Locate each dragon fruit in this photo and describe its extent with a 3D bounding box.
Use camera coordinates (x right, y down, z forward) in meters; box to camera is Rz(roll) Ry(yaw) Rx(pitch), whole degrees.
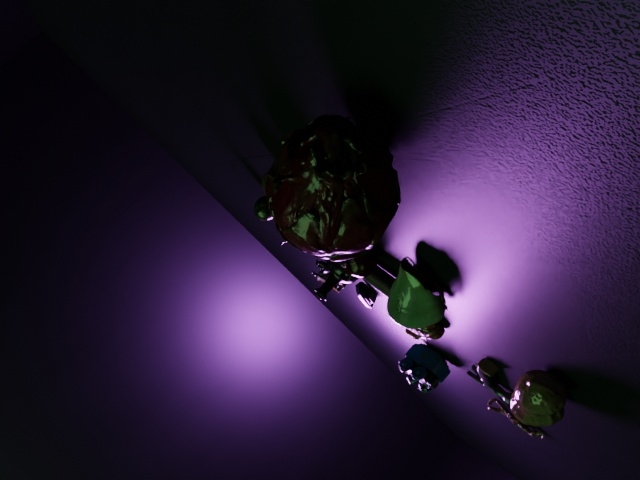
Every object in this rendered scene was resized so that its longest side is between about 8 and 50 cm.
[{"bbox_3d":[0.017,-0.092,0.925,0.244,0.244,0.299,39,166,21],"label":"dragon fruit"}]

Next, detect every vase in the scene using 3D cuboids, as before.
[{"bbox_3d":[0.052,0.125,1.821,0.120,0.183,0.120,42,171,8],"label":"vase"}]

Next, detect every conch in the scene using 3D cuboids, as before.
[{"bbox_3d":[0.257,0.143,1.382,0.251,0.137,0.144,107,145,-58],"label":"conch"}]

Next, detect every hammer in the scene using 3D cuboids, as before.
[{"bbox_3d":[0.518,0.419,1.649,0.158,0.041,0.226,33,167,36],"label":"hammer"}]

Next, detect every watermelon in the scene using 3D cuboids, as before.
[{"bbox_3d":[-0.206,-0.125,2.038,0.109,0.109,0.109,41,170,9],"label":"watermelon"}]

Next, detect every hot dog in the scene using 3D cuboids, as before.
[{"bbox_3d":[0.320,0.282,1.750,0.104,0.076,0.250,44,168,-10],"label":"hot dog"}]

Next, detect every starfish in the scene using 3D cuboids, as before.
[{"bbox_3d":[0.686,0.622,1.864,0.209,0.053,0.150,26,173,45],"label":"starfish"}]

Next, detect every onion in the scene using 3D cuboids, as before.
[{"bbox_3d":[0.108,0.055,1.527,0.119,0.118,0.117,49,-170,-31],"label":"onion"}]

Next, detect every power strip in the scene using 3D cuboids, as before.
[{"bbox_3d":[0.227,0.152,1.580,0.268,0.034,0.092,37,-155,32],"label":"power strip"}]

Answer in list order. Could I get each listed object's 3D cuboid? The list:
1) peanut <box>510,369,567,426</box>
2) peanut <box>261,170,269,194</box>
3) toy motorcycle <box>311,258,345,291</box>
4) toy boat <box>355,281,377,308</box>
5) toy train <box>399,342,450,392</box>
[{"bbox_3d":[0.528,0.387,1.289,0.125,0.111,0.274,33,167,27],"label":"peanut"},{"bbox_3d":[-0.080,-0.124,1.572,0.229,0.098,0.103,41,-149,18],"label":"peanut"},{"bbox_3d":[0.044,0.141,2.201,0.157,0.091,0.263,34,171,5],"label":"toy motorcycle"},{"bbox_3d":[0.171,0.202,2.041,0.060,0.055,0.141,4,145,37],"label":"toy boat"},{"bbox_3d":[0.398,0.489,2.070,0.107,0.154,0.198,53,165,-30],"label":"toy train"}]
